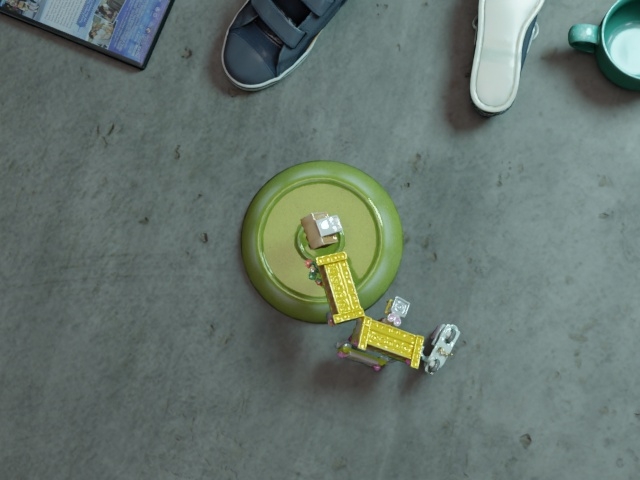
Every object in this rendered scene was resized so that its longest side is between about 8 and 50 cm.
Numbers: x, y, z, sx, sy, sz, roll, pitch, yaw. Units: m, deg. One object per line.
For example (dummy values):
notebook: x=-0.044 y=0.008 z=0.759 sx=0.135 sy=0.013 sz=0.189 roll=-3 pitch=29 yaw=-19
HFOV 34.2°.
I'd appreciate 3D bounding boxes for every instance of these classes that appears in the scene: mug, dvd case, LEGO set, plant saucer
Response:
mug: x=0.441 y=-0.284 z=1.465 sx=0.158 sy=0.097 sz=0.129 roll=38 pitch=90 yaw=7
dvd case: x=-0.346 y=-0.385 z=1.578 sx=0.253 sy=0.022 sz=0.180 roll=23 pitch=89 yaw=6
LEGO set: x=0.049 y=0.096 z=1.458 sx=0.287 sy=0.107 sz=0.132 roll=42 pitch=63 yaw=-7
plant saucer: x=0.000 y=0.000 z=1.512 sx=0.241 sy=0.037 sz=0.241 roll=0 pitch=85 yaw=5

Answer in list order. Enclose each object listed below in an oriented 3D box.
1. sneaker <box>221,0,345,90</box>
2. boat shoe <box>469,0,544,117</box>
sneaker: x=-0.028 y=-0.356 z=1.498 sx=0.126 sy=0.127 sz=0.321 roll=43 pitch=92 yaw=5
boat shoe: x=0.266 y=-0.301 z=1.491 sx=0.095 sy=0.079 sz=0.254 roll=7 pitch=89 yaw=3
